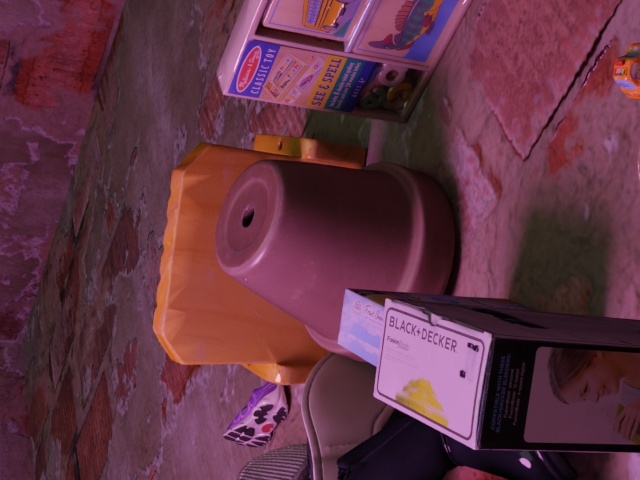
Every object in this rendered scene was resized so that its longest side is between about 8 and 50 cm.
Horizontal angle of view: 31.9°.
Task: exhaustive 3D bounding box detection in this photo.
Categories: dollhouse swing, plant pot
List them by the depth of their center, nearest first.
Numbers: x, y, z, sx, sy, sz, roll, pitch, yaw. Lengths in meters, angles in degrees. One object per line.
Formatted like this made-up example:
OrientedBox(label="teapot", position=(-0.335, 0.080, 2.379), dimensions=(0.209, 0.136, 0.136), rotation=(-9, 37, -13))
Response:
OrientedBox(label="plant pot", position=(0.000, 0.000, 1.405), dimensions=(0.263, 0.229, 0.263), rotation=(-33, 47, 44))
OrientedBox(label="dollhouse swing", position=(-0.124, 0.013, 1.634), dimensions=(0.315, 0.305, 0.346), rotation=(16, 100, 64))

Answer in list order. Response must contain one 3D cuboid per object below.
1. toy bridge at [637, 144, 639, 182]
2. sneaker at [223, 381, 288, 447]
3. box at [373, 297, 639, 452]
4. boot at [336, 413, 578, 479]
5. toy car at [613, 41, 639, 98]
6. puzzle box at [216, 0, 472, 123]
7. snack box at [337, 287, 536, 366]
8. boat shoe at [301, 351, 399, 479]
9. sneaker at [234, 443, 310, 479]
OrientedBox(label="toy bridge", position=(0.312, -0.074, 0.988), dimensions=(0.026, 0.063, 0.188), rotation=(-150, 60, -62))
OrientedBox(label="sneaker", position=(-0.099, 0.280, 1.818), dimensions=(0.170, 0.068, 0.071), rotation=(-46, 28, 40))
OrientedBox(label="box", position=(0.209, 0.112, 0.926), dimensions=(0.169, 0.290, 0.087), rotation=(16, 98, 64))
OrientedBox(label="boot", position=(0.132, 0.242, 1.169), dimensions=(0.207, 0.094, 0.246), rotation=(-41, 25, -3))
OrientedBox(label="toy car", position=(0.316, -0.150, 1.053), dimensions=(0.122, 0.041, 0.060), rotation=(52, 131, 56))
OrientedBox(label="puzzle box", position=(0.064, -0.328, 1.356), dimensions=(0.052, 0.272, 0.409), rotation=(-108, 34, -42))
OrientedBox(label="snack box", position=(0.148, 0.102, 1.150), dimensions=(0.174, 0.207, 0.070), rotation=(22, 104, 63))
OrientedBox(label="boat shoe", position=(0.044, 0.268, 1.406), dimensions=(0.340, 0.127, 0.113), rotation=(-98, 4, -58))
OrientedBox(label="sneaker", position=(-0.046, 0.372, 1.399), dimensions=(0.282, 0.102, 0.161), rotation=(-69, -37, -72))
